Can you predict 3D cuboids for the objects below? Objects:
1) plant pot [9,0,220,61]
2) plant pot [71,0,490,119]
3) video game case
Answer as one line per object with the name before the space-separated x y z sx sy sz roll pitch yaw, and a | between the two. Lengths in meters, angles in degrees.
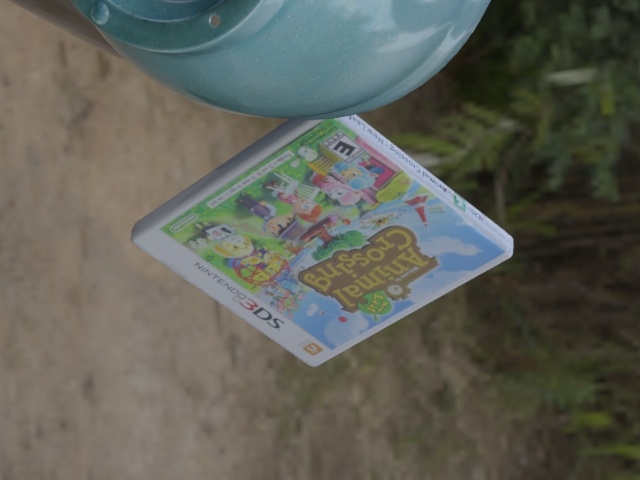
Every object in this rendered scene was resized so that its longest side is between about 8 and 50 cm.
plant pot | -0.176 -0.294 1.609 0.280 0.323 0.323 51 40 -51
plant pot | -0.052 -0.209 1.203 0.196 0.293 0.293 -22 104 -61
video game case | 0.000 0.000 1.425 0.193 0.212 0.023 36 41 -28
